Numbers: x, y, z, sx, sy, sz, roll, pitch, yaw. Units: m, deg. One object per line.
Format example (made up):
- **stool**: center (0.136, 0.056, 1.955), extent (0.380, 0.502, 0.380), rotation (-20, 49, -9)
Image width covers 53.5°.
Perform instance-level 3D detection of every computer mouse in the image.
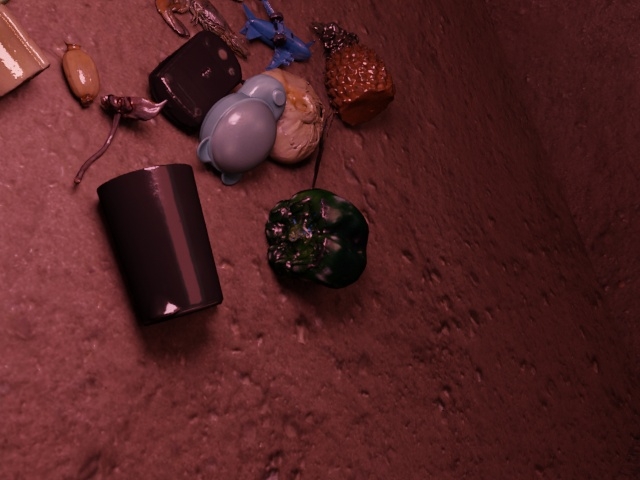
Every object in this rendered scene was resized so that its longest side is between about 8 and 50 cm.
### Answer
- **computer mouse**: center (-0.317, -0.404, 1.601), extent (0.170, 0.100, 0.269), rotation (50, 50, -21)

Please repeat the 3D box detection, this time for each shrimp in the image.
- **shrimp**: center (-0.320, -0.579, 1.713), extent (0.296, 0.058, 0.169), rotation (43, 53, -20)

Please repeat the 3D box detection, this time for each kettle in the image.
- **kettle**: center (-0.335, 0.014, 1.373), extent (0.203, 0.262, 0.308), rotation (-16, 88, -13)

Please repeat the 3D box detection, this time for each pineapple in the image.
- **pineapple**: center (0.087, -0.565, 2.033), extent (0.223, 0.223, 0.357), rotation (-3, 63, -47)

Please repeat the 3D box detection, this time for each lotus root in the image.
- **lotus root**: center (-0.526, -0.370, 1.396), extent (0.073, 0.062, 0.150), rotation (-13, 85, -48)

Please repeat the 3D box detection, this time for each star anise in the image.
- **star anise**: center (-0.445, -0.221, 1.402), extent (0.218, 0.148, 0.227), rotation (9, 94, -79)

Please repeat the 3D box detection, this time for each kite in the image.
- **kite**: center (0.008, -0.288, 1.853), extent (0.015, 0.152, 0.285), rotation (15, 67, 3)

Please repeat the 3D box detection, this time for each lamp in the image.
- **lamp**: center (-0.188, -0.288, 1.597), extent (0.284, 0.147, 0.209), rotation (-67, 153, -15)

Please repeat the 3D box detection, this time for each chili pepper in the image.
- **chili pepper**: center (0.000, 0.000, 1.678), extent (0.257, 0.233, 0.248), rotation (21, 75, -47)

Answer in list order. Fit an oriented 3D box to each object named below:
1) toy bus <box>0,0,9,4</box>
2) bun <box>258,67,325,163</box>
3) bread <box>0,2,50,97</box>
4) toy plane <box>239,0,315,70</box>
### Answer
- **toy bus**: center (-0.668, -0.540, 1.301), extent (0.101, 0.088, 0.175), rotation (49, 44, -22)
- **bun**: center (-0.083, -0.361, 1.794), extent (0.287, 0.146, 0.287), rotation (26, 54, -42)
- **bread**: center (-0.628, -0.357, 1.231), extent (0.148, 0.134, 0.141), rotation (-48, 114, -33)
- **toy plane**: center (-0.122, -0.603, 1.894), extent (0.271, 0.105, 0.254), rotation (9, 64, -40)
